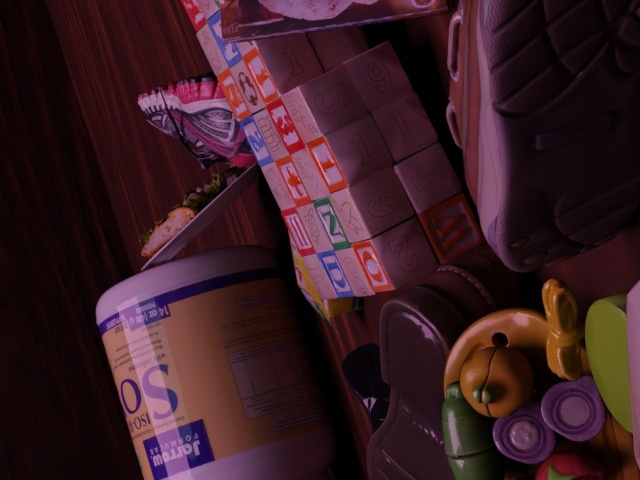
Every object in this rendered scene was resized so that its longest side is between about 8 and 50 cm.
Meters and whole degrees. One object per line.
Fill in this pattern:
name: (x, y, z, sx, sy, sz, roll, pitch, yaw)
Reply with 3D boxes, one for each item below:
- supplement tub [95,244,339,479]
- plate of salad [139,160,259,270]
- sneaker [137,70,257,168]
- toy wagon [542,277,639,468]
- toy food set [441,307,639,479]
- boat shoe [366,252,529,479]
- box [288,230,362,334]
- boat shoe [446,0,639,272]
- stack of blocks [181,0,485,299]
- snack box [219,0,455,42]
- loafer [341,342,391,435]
supplement tub: (-0.118, 0.194, 1.730, 0.241, 0.241, 0.331, 130, 123, -73)
plate of salad: (-0.144, -0.039, 1.686, 0.048, 0.200, 0.200, 47, 165, -2)
sneaker: (-0.136, -0.141, 1.687, 0.299, 0.120, 0.112, -166, 59, -73)
toy wagon: (0.220, 0.102, 0.721, 0.344, 0.068, 0.267, -131, 29, -61)
toy food set: (0.141, 0.157, 0.936, 0.071, 0.128, 0.218, -34, -69, -58)
boat shoe: (0.110, 0.140, 1.105, 0.110, 0.104, 0.307, 41, 147, 30)
box: (0.000, 0.000, 1.482, 0.105, 0.043, 0.179, -135, 35, -62)
boat shoe: (0.117, -0.122, 0.767, 0.324, 0.123, 0.116, 93, 158, -48)
stack of blocks: (0.001, -0.106, 1.144, 0.297, 0.087, 0.171, 64, 161, -3)
snack box: (0.009, -0.185, 1.024, 0.022, 0.178, 0.064, -5, -89, -65)
loafer: (0.078, 0.171, 1.365, 0.061, 0.062, 0.170, 57, -176, -44)
